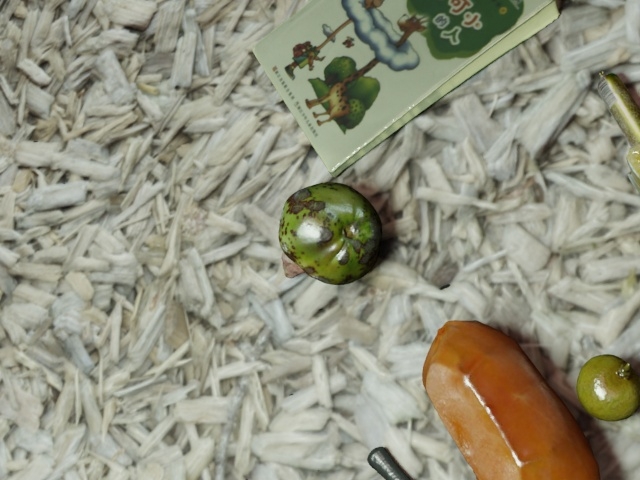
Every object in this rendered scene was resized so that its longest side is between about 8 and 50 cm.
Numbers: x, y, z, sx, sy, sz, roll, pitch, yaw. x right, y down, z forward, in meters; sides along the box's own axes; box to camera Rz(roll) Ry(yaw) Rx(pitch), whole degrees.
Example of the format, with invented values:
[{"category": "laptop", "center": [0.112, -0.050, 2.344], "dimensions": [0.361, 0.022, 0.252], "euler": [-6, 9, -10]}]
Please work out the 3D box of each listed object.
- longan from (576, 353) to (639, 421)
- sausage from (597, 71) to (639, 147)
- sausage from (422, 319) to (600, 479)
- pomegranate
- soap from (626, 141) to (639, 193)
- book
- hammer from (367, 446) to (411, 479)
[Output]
[{"category": "longan", "center": [0.321, 0.160, 1.130], "dimensions": [0.075, 0.083, 0.075], "euler": [10, 53, -13]}, {"category": "sausage", "center": [0.394, -0.098, 1.209], "dimensions": [0.033, 0.033, 0.269], "euler": [-30, 63, 13]}, {"category": "sausage", "center": [0.210, 0.202, 1.141], "dimensions": [0.133, 0.133, 0.258], "euler": [-38, 61, 9]}, {"category": "pomegranate", "center": [0.001, 0.005, 1.308], "dimensions": [0.163, 0.138, 0.125], "euler": [-50, 22, 25]}, {"category": "soap", "center": [0.491, -0.090, 1.101], "dimensions": [0.274, 0.089, 0.173], "euler": [-31, 64, 8]}, {"category": "book", "center": [0.103, -0.289, 1.405], "dimensions": [0.371, 0.043, 0.260], "euler": [-37, 61, 10]}, {"category": "hammer", "center": [0.143, 0.327, 1.188], "dimensions": [0.103, 0.029, 0.246], "euler": [-47, 59, 5]}]
